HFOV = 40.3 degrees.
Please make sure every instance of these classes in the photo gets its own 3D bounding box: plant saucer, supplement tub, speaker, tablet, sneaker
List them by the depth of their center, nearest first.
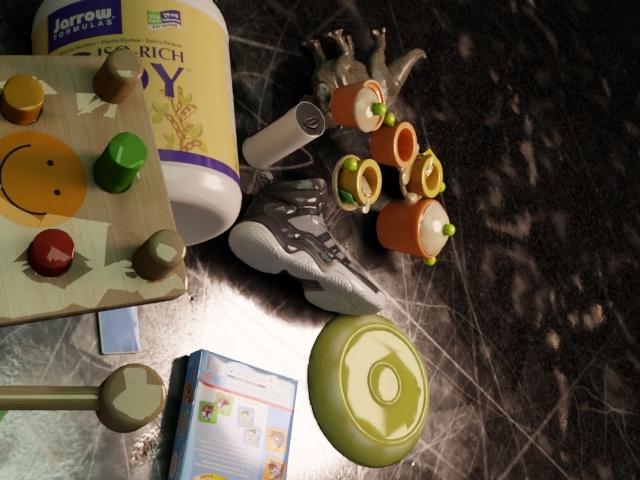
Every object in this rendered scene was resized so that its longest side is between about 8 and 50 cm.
[{"bbox_3d":[-0.226,-0.172,1.061,0.241,0.241,0.331,7,69,-39],"label":"supplement tub"},{"bbox_3d":[-0.253,0.101,1.091,0.054,0.006,0.083,3,72,-40],"label":"tablet"},{"bbox_3d":[-0.055,-0.151,1.272,0.055,0.136,0.055,16,64,-35],"label":"speaker"},{"bbox_3d":[0.000,0.000,1.282,0.268,0.101,0.153,30,58,-26],"label":"sneaker"},{"bbox_3d":[0.087,0.219,1.318,0.241,0.037,0.241,17,63,-35],"label":"plant saucer"}]

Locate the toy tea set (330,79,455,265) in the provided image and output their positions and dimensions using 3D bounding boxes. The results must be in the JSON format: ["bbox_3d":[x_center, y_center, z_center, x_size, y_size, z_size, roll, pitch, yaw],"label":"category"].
[{"bbox_3d":[0.127,-0.106,1.349,0.336,0.124,0.200,39,63,-49],"label":"toy tea set"}]

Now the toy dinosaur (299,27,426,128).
[{"bbox_3d":[0.058,-0.266,1.453,0.313,0.121,0.160,-16,96,-48],"label":"toy dinosaur"}]

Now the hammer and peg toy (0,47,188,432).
[{"bbox_3d":[-0.255,0.000,0.778,0.266,0.127,0.361,-7,76,-32],"label":"hammer and peg toy"}]

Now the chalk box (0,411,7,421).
[{"bbox_3d":[-0.436,0.107,0.815,0.289,0.179,0.180,44,49,-21],"label":"chalk box"}]

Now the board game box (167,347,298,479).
[{"bbox_3d":[-0.112,0.264,1.127,0.160,0.039,0.212,24,58,-32],"label":"board game box"}]
